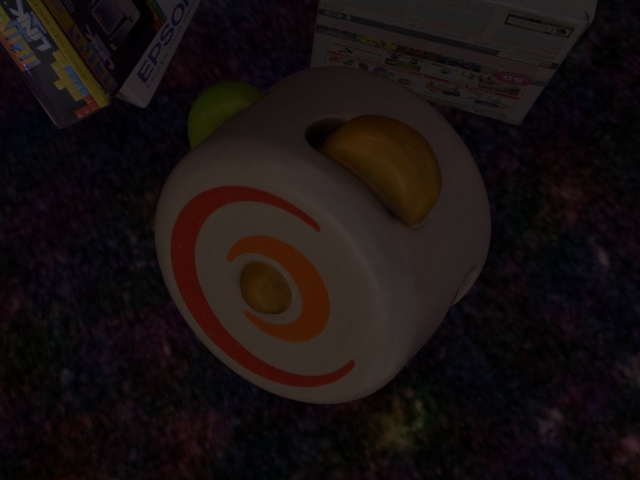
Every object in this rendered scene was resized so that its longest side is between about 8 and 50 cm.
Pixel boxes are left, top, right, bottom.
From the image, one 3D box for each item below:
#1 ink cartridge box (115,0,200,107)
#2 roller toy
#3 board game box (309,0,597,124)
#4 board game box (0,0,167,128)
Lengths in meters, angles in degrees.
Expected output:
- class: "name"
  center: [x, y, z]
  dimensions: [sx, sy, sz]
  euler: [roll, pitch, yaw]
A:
- class: "ink cartridge box"
  center: [-0.142, -0.308, 1.108]
  dimensions: [0.324, 0.071, 0.330]
  euler: [-64, 162, -8]
- class: "roller toy"
  center: [0.000, 0.000, 0.899]
  dimensions: [0.146, 0.209, 0.191]
  euler: [-44, 129, -45]
- class: "board game box"
  center: [0.113, -0.211, 1.286]
  dimensions: [0.224, 0.303, 0.097]
  euler: [14, 78, -1]
- class: "board game box"
  center: [-0.180, -0.179, 0.929]
  dimensions: [0.048, 0.141, 0.170]
  euler: [-22, 114, 24]
